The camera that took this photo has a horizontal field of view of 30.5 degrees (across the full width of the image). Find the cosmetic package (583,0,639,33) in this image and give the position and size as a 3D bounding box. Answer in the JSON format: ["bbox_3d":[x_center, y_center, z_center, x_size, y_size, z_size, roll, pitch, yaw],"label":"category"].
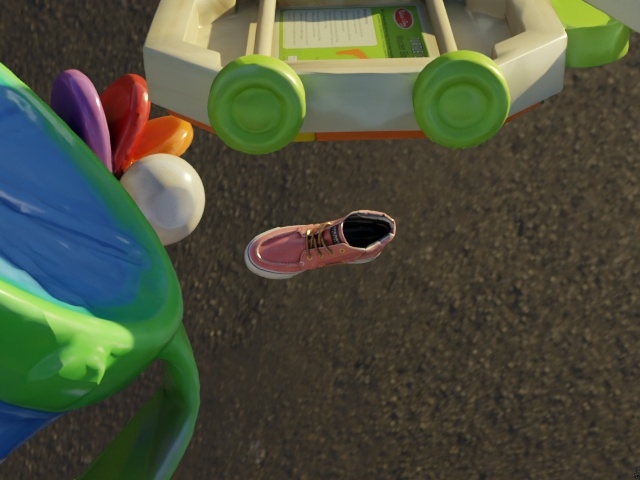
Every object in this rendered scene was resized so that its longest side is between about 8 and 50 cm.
[{"bbox_3d":[0.195,-0.217,0.599,0.151,0.183,0.151,36,72,19],"label":"cosmetic package"}]

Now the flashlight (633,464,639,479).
[{"bbox_3d":[0.433,0.225,1.279,0.103,0.304,0.103,-15,59,-24],"label":"flashlight"}]

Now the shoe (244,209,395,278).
[{"bbox_3d":[0.000,0.000,1.408,0.178,0.081,0.063,-6,74,-19],"label":"shoe"}]

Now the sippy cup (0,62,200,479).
[{"bbox_3d":[-0.208,0.031,0.421,0.305,0.240,0.224,45,98,3],"label":"sippy cup"}]

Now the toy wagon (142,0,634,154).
[{"bbox_3d":[0.061,-0.134,0.780,0.344,0.068,0.267,-1,30,0],"label":"toy wagon"}]

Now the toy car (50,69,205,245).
[{"bbox_3d":[-0.185,-0.070,0.952,0.182,0.159,0.136,-5,107,-32],"label":"toy car"}]
